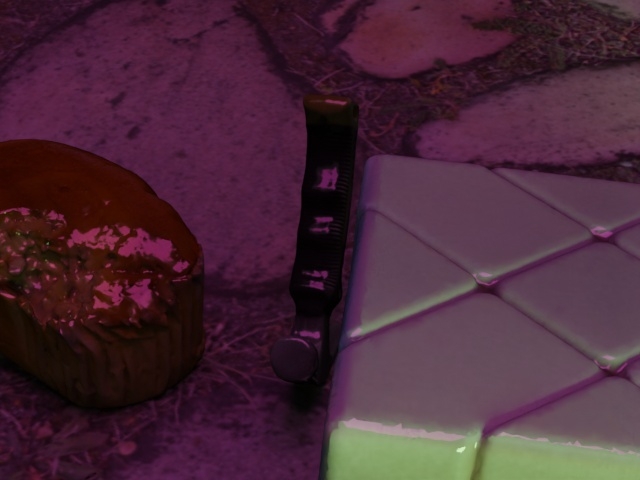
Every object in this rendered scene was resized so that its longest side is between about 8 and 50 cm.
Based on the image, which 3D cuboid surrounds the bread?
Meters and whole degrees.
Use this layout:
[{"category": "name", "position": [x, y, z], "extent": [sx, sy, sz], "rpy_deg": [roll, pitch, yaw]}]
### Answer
[{"category": "bread", "position": [-0.204, 0.016, 1.506], "extent": [0.179, 0.133, 0.250], "rpy_deg": [-22, 46, -32]}]

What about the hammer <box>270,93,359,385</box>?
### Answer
[{"category": "hammer", "position": [0.000, 0.000, 1.470], "extent": [0.041, 0.226, 0.159], "rpy_deg": [5, 0, 8]}]

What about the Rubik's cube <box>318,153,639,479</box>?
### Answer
[{"category": "Rubik's cube", "position": [0.156, 0.164, 1.167], "extent": [0.319, 0.316, 0.322], "rpy_deg": [7, 32, 2]}]
